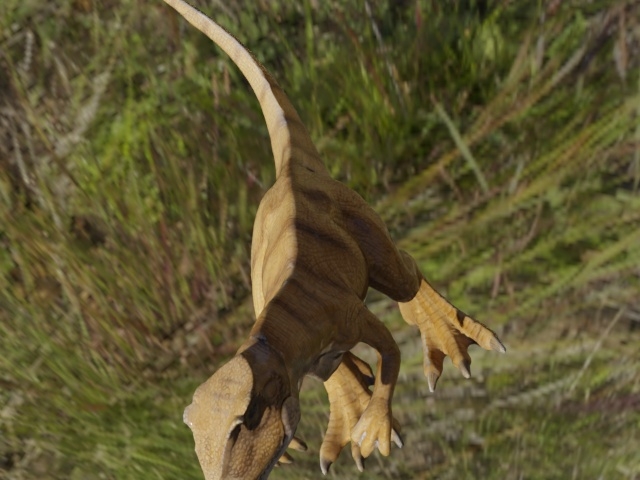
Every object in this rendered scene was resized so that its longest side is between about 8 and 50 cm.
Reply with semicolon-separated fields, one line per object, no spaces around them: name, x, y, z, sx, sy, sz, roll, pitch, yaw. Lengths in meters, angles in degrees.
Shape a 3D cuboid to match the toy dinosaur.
toy dinosaur;0.000;0.000;0.447;0.064;0.112;0.211;-27;31;13
